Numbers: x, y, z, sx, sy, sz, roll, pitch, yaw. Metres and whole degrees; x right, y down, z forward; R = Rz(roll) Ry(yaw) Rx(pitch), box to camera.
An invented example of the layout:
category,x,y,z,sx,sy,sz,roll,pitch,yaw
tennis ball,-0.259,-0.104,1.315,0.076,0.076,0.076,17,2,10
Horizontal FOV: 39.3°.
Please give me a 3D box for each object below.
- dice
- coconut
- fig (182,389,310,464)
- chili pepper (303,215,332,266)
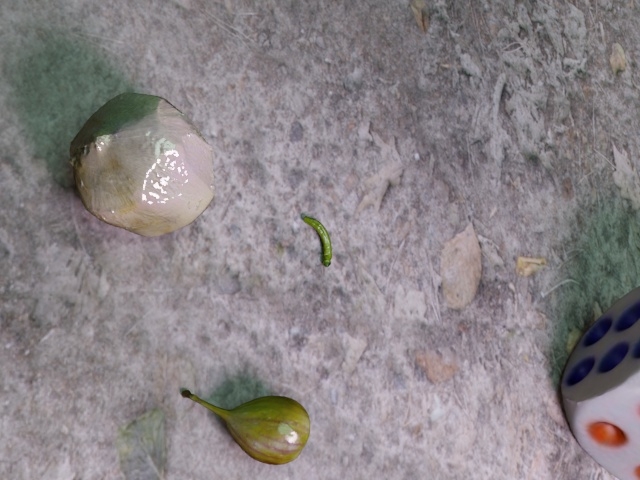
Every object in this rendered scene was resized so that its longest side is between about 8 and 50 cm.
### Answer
category,x,y,z,sx,sy,sz,roll,pitch,yaw
dice,0.548,0.222,1.370,0.251,0.259,0.243,41,55,-6
coconut,-0.230,-0.098,1.149,0.194,0.194,0.195,11,65,-23
fig,-0.095,0.242,1.148,0.166,0.093,0.093,0,66,2
chili pepper,0.000,0.000,1.322,0.030,0.017,0.083,-11,75,-29
